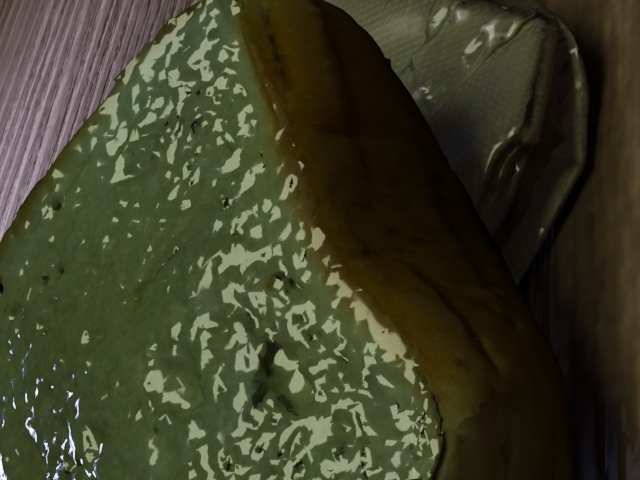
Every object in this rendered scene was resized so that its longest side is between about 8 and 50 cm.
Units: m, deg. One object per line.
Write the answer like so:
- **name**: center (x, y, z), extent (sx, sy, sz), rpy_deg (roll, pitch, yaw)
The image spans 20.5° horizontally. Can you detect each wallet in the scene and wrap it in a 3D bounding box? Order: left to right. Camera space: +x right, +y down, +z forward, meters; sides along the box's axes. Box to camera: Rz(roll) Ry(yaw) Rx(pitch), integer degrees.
- **wallet**: center (-0.003, 0.000, 0.747), extent (0.275, 0.068, 0.335), rpy_deg (-62, 25, 15)

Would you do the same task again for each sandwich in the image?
- **sandwich**: center (-0.034, 0.058, 0.596), extent (0.226, 0.087, 0.251), rpy_deg (-48, 44, 25)
